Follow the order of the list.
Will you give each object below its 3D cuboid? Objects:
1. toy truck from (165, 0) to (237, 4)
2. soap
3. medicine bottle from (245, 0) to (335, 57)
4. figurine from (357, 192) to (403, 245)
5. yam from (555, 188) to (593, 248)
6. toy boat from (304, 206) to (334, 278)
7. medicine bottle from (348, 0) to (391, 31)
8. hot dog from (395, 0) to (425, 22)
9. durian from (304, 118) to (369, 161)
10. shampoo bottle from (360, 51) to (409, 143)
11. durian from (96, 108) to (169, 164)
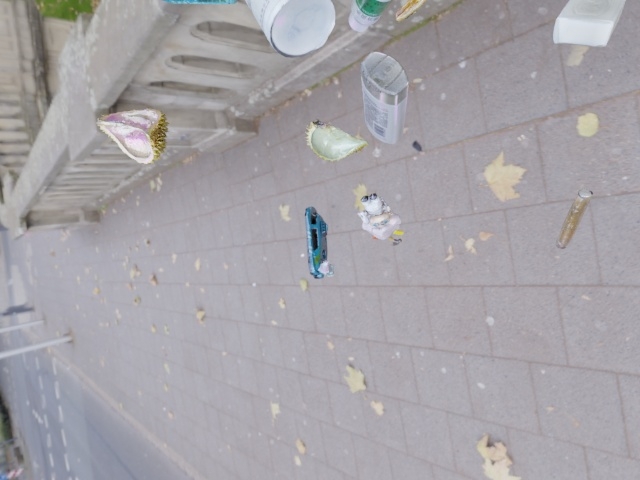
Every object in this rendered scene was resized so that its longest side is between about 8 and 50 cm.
[{"bbox_3d":[-0.190,-0.483,0.723,0.278,0.156,0.155,8,74,14],"label":"toy truck"},{"bbox_3d":[0.643,-0.530,1.076,0.121,0.183,0.064,20,141,27],"label":"soap"},{"bbox_3d":[-0.112,-0.678,1.212,0.190,0.189,0.332,-50,58,42],"label":"medicine bottle"},{"bbox_3d":[0.200,-0.075,1.528,0.137,0.229,0.112,-19,45,16],"label":"figurine"},{"bbox_3d":[0.831,-0.065,1.479,0.046,0.046,0.264,46,159,35],"label":"yam"},{"bbox_3d":[0.000,0.000,1.803,0.092,0.134,0.299,-10,68,16],"label":"toy boat"},{"bbox_3d":[0.149,-0.673,1.233,0.260,0.095,0.095,168,93,-76],"label":"medicine bottle"},{"bbox_3d":[0.295,-0.749,1.442,0.133,0.041,0.057,-25,53,46],"label":"hot dog"},{"bbox_3d":[0.054,-0.389,1.715,0.139,0.252,0.145,-41,29,45],"label":"durian"},{"bbox_3d":[0.113,-0.243,0.796,0.086,0.227,0.056,44,90,11],"label":"shampoo bottle"},{"bbox_3d":[-0.482,-0.289,1.186,0.182,0.132,0.165,-16,74,22],"label":"durian"}]
